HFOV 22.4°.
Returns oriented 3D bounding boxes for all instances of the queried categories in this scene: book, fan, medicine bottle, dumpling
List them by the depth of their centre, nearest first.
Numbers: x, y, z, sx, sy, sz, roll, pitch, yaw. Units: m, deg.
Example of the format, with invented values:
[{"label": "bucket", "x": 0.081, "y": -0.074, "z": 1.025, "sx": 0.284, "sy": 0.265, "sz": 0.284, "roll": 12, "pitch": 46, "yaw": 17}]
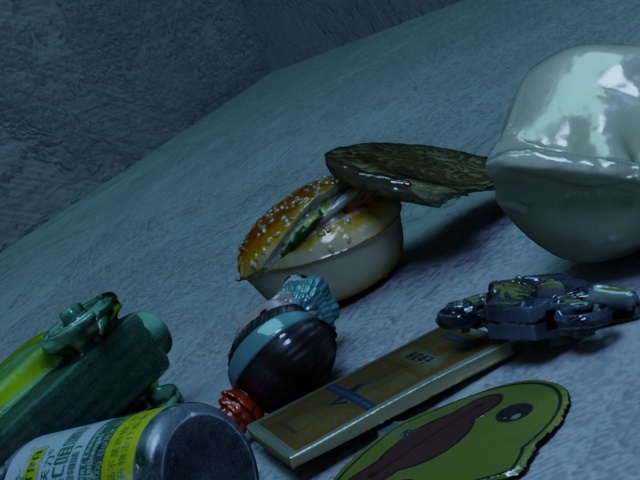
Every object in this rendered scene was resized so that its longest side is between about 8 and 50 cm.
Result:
[{"label": "fan", "x": 0.089, "y": 0.178, "z": 1.423, "sx": 0.229, "sy": 0.011, "sz": 0.335, "roll": -30, "pitch": 12, "yaw": -20}, {"label": "medicine bottle", "x": -0.202, "y": 0.239, "z": 1.492, "sx": 0.293, "sy": 0.141, "sz": 0.141, "roll": -18, "pitch": 16, "yaw": 40}, {"label": "book", "x": 0.054, "y": 0.145, "z": 1.574, "sx": 0.241, "sy": 0.018, "sz": 0.170, "roll": -27, "pitch": 11, "yaw": -13}, {"label": "dumpling", "x": 0.348, "y": -0.084, "z": 1.633, "sx": 0.315, "sy": 0.233, "sz": 0.395, "roll": 16, "pitch": 19, "yaw": 25}]

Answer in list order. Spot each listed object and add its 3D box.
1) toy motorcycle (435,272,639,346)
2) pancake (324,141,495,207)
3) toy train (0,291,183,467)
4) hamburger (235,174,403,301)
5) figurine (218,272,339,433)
[{"label": "toy motorcycle", "x": 0.209, "y": 0.062, "z": 1.513, "sx": 0.193, "sy": 0.061, "sz": 0.124, "roll": -3, "pitch": 12, "yaw": 43}, {"label": "pancake", "x": 0.150, "y": -0.078, "z": 1.961, "sx": 0.286, "sy": 0.033, "sz": 0.288, "roll": 14, "pitch": 15, "yaw": 15}, {"label": "toy train", "x": -0.345, "y": 0.227, "z": 1.798, "sx": 0.272, "sy": 0.179, "sz": 0.442, "roll": -25, "pitch": 12, "yaw": 39}, {"label": "hamburger", "x": 0.003, "y": -0.002, "z": 2.019, "sx": 0.237, "sy": 0.147, "sz": 0.237, "roll": -26, "pitch": 9, "yaw": 4}, {"label": "figurine", "x": -0.037, "y": 0.115, "z": 1.740, "sx": 0.245, "sy": 0.110, "sz": 0.138, "roll": -61, "pitch": -5, "yaw": -74}]
